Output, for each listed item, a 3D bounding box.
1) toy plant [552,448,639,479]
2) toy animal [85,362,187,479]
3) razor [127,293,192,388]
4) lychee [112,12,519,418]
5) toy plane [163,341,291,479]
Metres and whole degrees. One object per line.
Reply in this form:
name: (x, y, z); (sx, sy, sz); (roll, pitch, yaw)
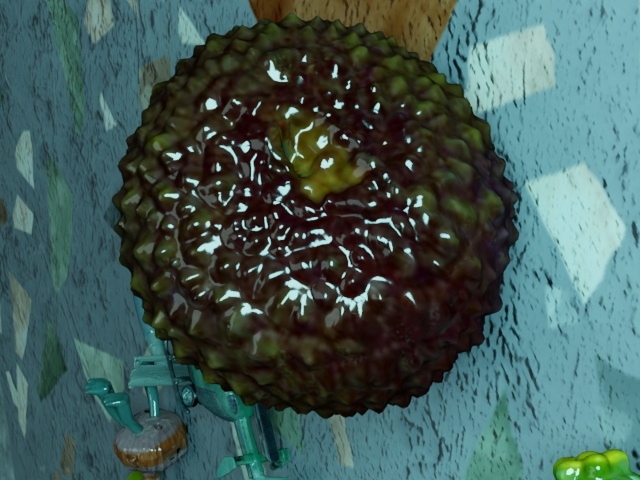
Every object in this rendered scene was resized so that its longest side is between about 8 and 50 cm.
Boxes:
toy plant: (0.168, 0.197, 0.799); (0.093, 0.093, 0.162); (-29, 70, 58)
toy animal: (-0.178, 0.215, 1.404); (0.103, 0.100, 0.208); (-109, 14, -62)
razor: (-0.162, 0.081, 1.374); (0.135, 0.068, 0.040); (-112, 33, -41)
lychee: (0.000, 0.000, 0.901); (0.271, 0.271, 0.271); (25, 119, 55)
toy plane: (-0.073, 0.127, 1.229); (0.096, 0.060, 0.235); (-37, 62, 43)
